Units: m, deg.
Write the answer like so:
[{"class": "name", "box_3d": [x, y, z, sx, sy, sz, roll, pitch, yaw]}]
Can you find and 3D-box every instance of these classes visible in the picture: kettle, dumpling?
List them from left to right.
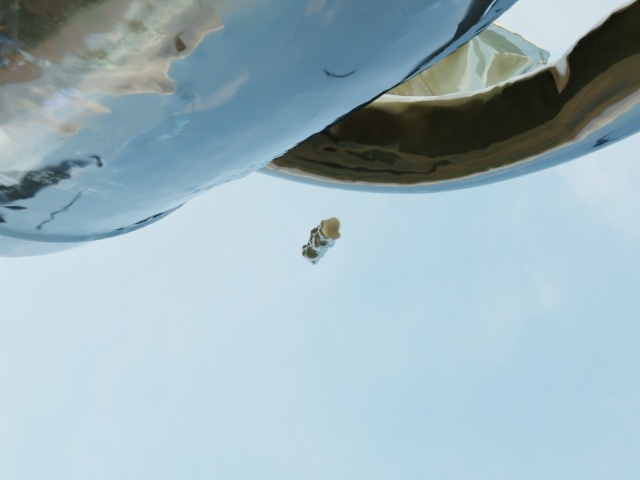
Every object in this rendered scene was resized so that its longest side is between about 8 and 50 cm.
[{"class": "kettle", "box_3d": [-0.007, -0.117, 0.425, 0.324, 0.321, 0.228, -20, -137, 47]}, {"class": "dumpling", "box_3d": [0.091, -0.153, 1.062, 0.181, 0.155, 0.111, -12, -125, -1]}]

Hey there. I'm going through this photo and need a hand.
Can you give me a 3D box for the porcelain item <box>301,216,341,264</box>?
[{"class": "porcelain item", "box_3d": [0.000, 0.000, 1.385, 0.036, 0.028, 0.083, -64, -173, -26]}]
